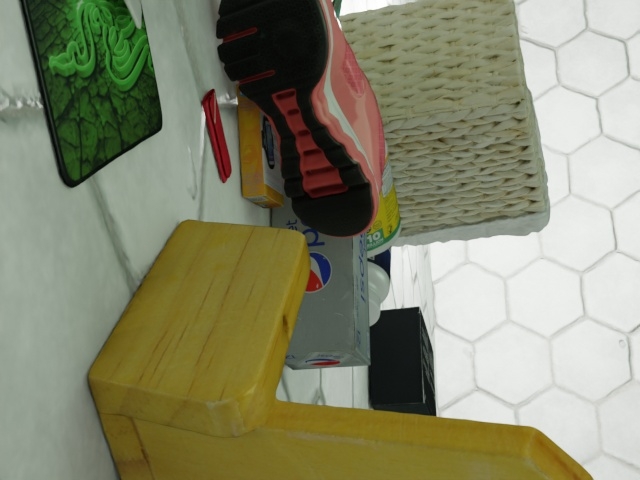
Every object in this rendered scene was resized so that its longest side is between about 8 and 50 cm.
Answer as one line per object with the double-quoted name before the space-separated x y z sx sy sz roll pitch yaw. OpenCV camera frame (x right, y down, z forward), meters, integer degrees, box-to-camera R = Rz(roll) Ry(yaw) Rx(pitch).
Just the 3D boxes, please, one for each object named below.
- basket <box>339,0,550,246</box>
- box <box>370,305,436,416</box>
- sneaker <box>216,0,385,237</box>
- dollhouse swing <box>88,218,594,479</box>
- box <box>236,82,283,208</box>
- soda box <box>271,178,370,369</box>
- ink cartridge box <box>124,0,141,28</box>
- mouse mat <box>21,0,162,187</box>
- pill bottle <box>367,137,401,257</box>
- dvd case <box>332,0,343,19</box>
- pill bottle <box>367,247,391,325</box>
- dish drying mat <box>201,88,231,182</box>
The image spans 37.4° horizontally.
"basket" 0.181 -0.194 1.505 0.266 0.332 0.328 72 17 -44
"box" 0.160 0.258 1.789 0.261 0.103 0.184 65 20 -62
"sneaker" -0.009 -0.163 0.963 0.136 0.116 0.313 -57 135 -55
"dollhouse swing" 0.044 0.180 0.691 0.315 0.305 0.346 -73 154 -61
"box" -0.063 -0.106 0.996 0.081 0.028 0.136 30 53 -77
"soda box" 0.000 0.000 1.087 0.091 0.098 0.286 53 33 -67
"ink cartridge box" -0.112 -0.260 0.678 0.115 0.067 0.198 70 15 -54
"mouse mat" -0.147 -0.130 0.630 0.189 0.007 0.152 -67 150 -69
"pill bottle" 0.038 -0.085 1.267 0.117 0.118 0.208 -82 164 -47
"dvd case" -0.007 -0.244 1.201 0.119 0.013 0.087 -55 -165 34
"pill bottle" 0.054 0.041 1.358 0.169 0.094 0.094 -83 164 -45
"dish drying mat" -0.094 -0.097 0.878 0.032 0.008 0.083 -79 160 -58
